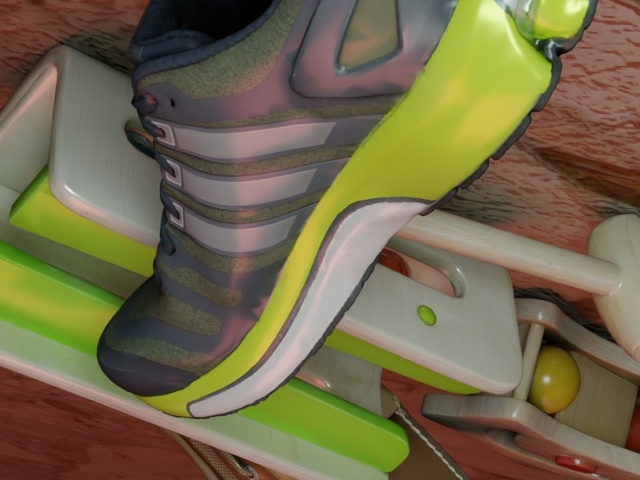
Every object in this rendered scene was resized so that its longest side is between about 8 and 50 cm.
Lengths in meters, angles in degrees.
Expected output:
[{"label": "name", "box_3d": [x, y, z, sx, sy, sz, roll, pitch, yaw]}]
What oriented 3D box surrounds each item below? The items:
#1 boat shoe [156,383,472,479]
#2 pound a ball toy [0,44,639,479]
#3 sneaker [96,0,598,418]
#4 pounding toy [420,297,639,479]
[{"label": "boat shoe", "box_3d": [-0.027, 0.107, 1.035, 0.324, 0.122, 0.120, 35, 152, 13]}, {"label": "pound a ball toy", "box_3d": [0.000, 0.000, 0.832, 0.319, 0.135, 0.208, 24, 130, -27]}, {"label": "sneaker", "box_3d": [-0.023, -0.041, 0.622, 0.121, 0.111, 0.300, 30, 132, -11]}, {"label": "pounding toy", "box_3d": [0.178, 0.148, 1.097, 0.154, 0.155, 0.269, 5, 163, 39]}]
